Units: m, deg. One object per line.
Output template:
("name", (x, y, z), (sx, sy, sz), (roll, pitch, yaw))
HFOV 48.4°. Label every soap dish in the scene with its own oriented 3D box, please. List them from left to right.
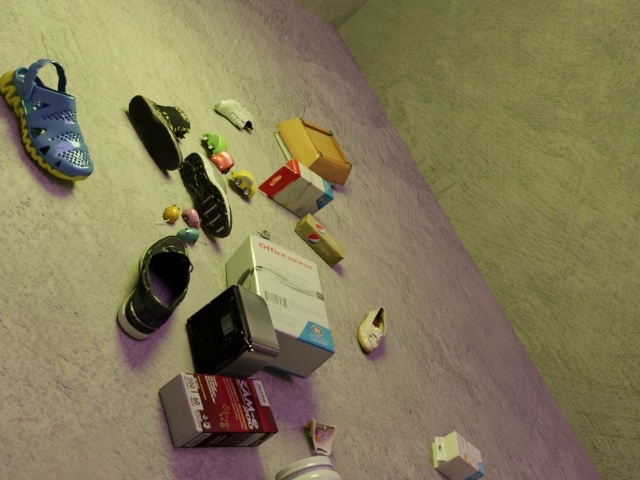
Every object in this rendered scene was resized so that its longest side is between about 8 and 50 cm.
("soap dish", (-0.019, -0.332, 2.669), (0.291, 0.118, 0.229), (10, 47, -58))

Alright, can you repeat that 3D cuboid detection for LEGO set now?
("LEGO set", (-0.159, -0.007, 2.092), (0.054, 0.023, 0.083), (28, 33, -42))

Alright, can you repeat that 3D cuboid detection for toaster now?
("toaster", (-0.192, 0.214, 1.554), (0.110, 0.168, 0.185), (26, 34, -46))

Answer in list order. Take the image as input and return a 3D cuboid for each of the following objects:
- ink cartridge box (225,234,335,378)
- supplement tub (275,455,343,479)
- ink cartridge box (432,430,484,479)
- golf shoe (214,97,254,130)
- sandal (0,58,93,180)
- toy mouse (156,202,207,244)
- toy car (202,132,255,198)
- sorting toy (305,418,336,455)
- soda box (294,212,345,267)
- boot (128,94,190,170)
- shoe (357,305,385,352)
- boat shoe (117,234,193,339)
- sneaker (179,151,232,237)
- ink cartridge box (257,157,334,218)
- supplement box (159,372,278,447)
("ink cartridge box", (-0.107, 0.163, 1.787), (0.223, 0.129, 0.307), (25, 33, -31))
("supplement tub", (-0.007, 0.556, 1.440), (0.144, 0.144, 0.199), (23, 37, -48))
("ink cartridge box", (0.399, 0.641, 2.101), (0.143, 0.090, 0.092), (41, 26, -24))
("golf shoe", (-0.281, -0.422, 2.401), (0.176, 0.069, 0.086), (11, 52, -54))
("sandal", (-0.589, -0.275, 1.571), (0.317, 0.138, 0.126), (58, 23, 9))
("toy mouse", (-0.334, -0.042, 1.822), (0.143, 0.031, 0.161), (44, 25, -17))
("toy car", (-0.283, -0.251, 2.122), (0.225, 0.053, 0.239), (56, 6, 30))
("sorting toy", (0.000, 0.473, 1.696), (0.083, 0.045, 0.075), (29, 40, -42))
("soda box", (0.000, 0.000, 2.320), (0.181, 0.058, 0.061), (44, 25, -15))
("boot", (-0.410, -0.294, 1.972), (0.236, 0.085, 0.178), (57, 22, 12))
("shoe", (0.166, 0.273, 2.233), (0.076, 0.058, 0.219), (47, 25, -11))
("boat shoe", (-0.335, 0.073, 1.561), (0.127, 0.113, 0.340), (45, 25, -14))
("sneaker", (-0.288, -0.122, 1.937), (0.108, 0.100, 0.271), (25, 35, -54))
("ink cartridge box", (-0.084, -0.175, 2.318), (0.231, 0.134, 0.078), (33, 31, -38))
("supplement box", (-0.204, 0.350, 1.463), (0.239, 0.073, 0.130), (20, 39, -52))
